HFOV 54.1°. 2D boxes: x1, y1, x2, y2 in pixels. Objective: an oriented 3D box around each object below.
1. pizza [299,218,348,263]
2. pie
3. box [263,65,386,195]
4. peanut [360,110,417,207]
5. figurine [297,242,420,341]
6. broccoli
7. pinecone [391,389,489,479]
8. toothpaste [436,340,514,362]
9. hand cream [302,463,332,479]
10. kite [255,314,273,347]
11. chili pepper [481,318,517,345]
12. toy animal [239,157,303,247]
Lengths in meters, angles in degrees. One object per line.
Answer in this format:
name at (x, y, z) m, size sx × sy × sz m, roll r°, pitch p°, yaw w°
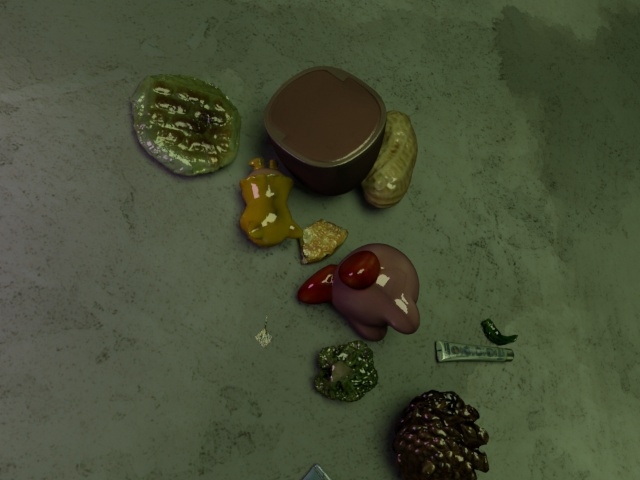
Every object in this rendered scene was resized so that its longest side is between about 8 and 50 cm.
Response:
pizza at (0.000, 0.000, 1.667) m, size 0.160 × 0.036 × 0.099 m, roll -34°, pitch 88°, yaw -29°
pie at (-0.336, -0.302, 1.609) m, size 0.307 × 0.071 × 0.306 m, roll 8°, pitch 70°, yaw -22°
box at (0.014, -0.268, 1.622) m, size 0.301 × 0.216 × 0.300 m, roll -1°, pitch 67°, yaw 2°
peanut at (0.195, -0.233, 1.776) m, size 0.154 × 0.140 × 0.324 m, roll 7°, pitch 63°, yaw 7°
figurine at (0.130, 0.103, 1.579) m, size 0.261 × 0.270 × 0.211 m, roll 37°, pitch 56°, yaw -18°
broccoli at (0.060, 0.324, 1.535) m, size 0.162 × 0.138 × 0.145 m, roll -20°, pitch 73°, yaw 10°
pinecone at (0.290, 0.475, 1.519) m, size 0.244 × 0.243 × 0.257 m, roll 26°, pitch 44°, yaw -13°
toothpaste at (0.430, 0.314, 1.744) m, size 0.239 × 0.039 × 0.062 m, roll 6°, pitch 66°, yaw -19°
hand cream at (-0.066, 0.623, 1.417) m, size 0.256 × 0.055 × 0.088 m, roll -35°, pitch 81°, yaw -31°
kite at (-0.132, 0.227, 1.552) m, size 0.044 × 0.002 × 0.078 m, roll 32°, pitch 63°, yaw -11°
chili pepper at (0.512, 0.271, 1.796) m, size 0.118 × 0.035 × 0.055 m, roll 29°, pitch 80°, yaw -7°
toy animal at (-0.132, -0.101, 1.589) m, size 0.156 × 0.156 × 0.229 m, roll -1°, pitch 70°, yaw -24°
